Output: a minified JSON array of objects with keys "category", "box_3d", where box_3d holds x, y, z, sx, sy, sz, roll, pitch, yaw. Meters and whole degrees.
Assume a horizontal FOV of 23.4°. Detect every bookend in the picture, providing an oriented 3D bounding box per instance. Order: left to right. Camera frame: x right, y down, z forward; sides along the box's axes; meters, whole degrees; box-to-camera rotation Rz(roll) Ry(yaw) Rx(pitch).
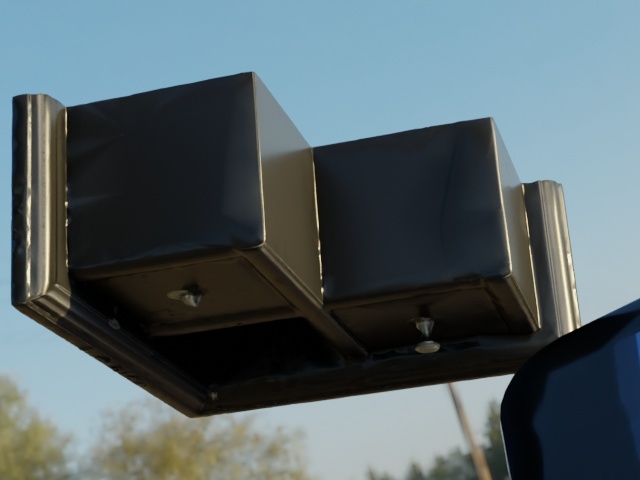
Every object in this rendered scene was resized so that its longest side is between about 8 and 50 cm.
[{"category":"bookend","box_3d":[0.000,0.000,0.526,0.157,0.072,0.156,-9,-21,13]}]

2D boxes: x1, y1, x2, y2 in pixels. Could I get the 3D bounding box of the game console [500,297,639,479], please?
[{"category":"game console","box_3d":[0.148,0.000,0.316,0.293,0.173,0.250,-28,-33,14]}]
